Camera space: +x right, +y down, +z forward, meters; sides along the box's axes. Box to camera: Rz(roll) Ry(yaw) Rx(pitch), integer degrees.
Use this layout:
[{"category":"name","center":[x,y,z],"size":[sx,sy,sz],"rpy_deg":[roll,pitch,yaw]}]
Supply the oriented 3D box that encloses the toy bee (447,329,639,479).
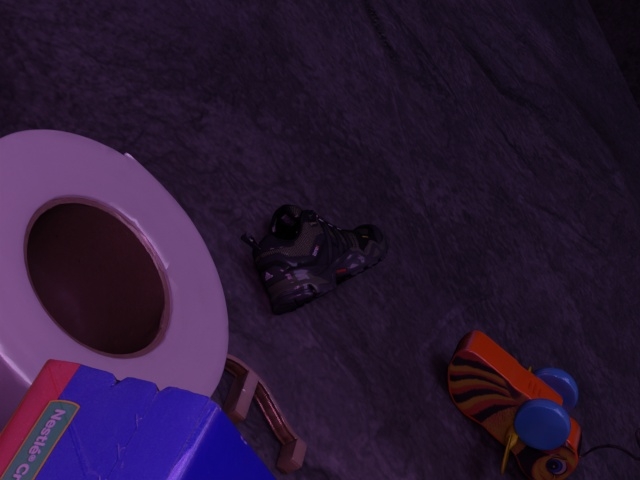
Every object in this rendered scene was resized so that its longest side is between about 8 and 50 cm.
[{"category":"toy bee","center":[0.279,0.258,1.339],"size":[0.298,0.162,0.195],"rpy_deg":[42,35,23]}]

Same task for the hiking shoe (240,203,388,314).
[{"category":"hiking shoe","center":[0.000,0.000,1.205],"size":[0.227,0.086,0.114],"rpy_deg":[-28,90,-57]}]

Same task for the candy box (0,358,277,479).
[{"category":"candy box","center":[-0.086,0.262,0.508],"size":[0.268,0.122,0.317],"rpy_deg":[-61,143,-32]}]

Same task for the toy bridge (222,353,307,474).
[{"category":"toy bridge","center":[-0.079,0.156,1.021],"size":[0.188,0.026,0.063],"rpy_deg":[45,33,-21]}]

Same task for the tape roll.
[{"category":"tape roll","center":[-0.215,0.061,0.783],"size":[0.246,0.169,0.246],"rpy_deg":[34,38,-33]}]
